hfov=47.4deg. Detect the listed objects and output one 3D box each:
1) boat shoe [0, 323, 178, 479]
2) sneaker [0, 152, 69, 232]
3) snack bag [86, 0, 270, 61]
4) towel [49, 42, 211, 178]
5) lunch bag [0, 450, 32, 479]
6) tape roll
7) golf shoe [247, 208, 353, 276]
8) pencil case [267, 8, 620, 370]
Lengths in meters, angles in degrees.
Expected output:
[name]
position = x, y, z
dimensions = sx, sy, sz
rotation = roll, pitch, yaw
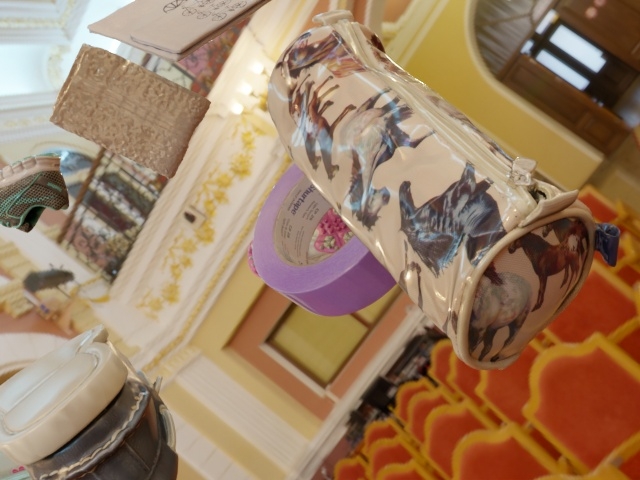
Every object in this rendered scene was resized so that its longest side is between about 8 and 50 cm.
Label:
[boat shoe]
position = -0.139, 0.103, 0.436
dimensions = 0.095, 0.079, 0.254
rotation = -41, 13, -25
[sneaker]
position = -0.364, -0.039, 0.842
dimensions = 0.167, 0.076, 0.065
rotation = -22, 3, 14
[snack bag]
position = -0.293, -0.508, 1.578
dimensions = 0.323, 0.343, 0.037
rotation = -42, -42, -25
[towel]
position = -0.387, -0.263, 1.477
dimensions = 0.187, 0.282, 0.049
rotation = -64, 5, 1
[lunch bag]
position = -0.381, 0.303, 1.025
dimensions = 0.224, 0.107, 0.279
rotation = -20, -16, -8
[tape roll]
position = 0.026, -0.025, 1.118
dimensions = 0.090, 0.275, 0.274
rotation = 37, -90, -41
[golf shoe]
position = 0.000, 0.000, 1.536
dimensions = 0.306, 0.115, 0.140
rotation = -18, -18, 21
[pencil case]
position = 0.089, -0.076, 0.716
dimensions = 0.160, 0.410, 0.183
rotation = -5, -51, -31
